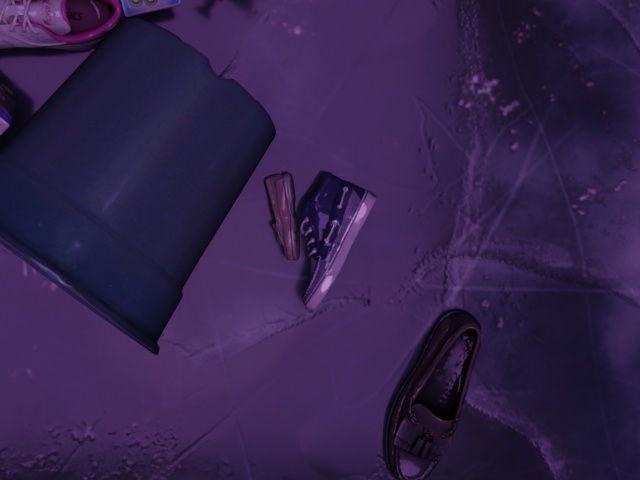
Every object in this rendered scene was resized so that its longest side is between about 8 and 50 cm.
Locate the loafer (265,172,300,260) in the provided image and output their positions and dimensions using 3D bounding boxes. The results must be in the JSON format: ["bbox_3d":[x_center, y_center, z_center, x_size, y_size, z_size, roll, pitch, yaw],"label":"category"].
[{"bbox_3d":[-0.053,-0.033,1.908,0.039,0.045,0.125,-5,89,9],"label":"loafer"}]

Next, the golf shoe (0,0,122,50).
[{"bbox_3d":[-0.401,-0.301,1.739,0.306,0.140,0.115,-8,98,-30],"label":"golf shoe"}]

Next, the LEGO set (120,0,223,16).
[{"bbox_3d":[-0.154,-0.392,1.713,0.244,0.060,0.182,-11,111,0],"label":"LEGO set"}]

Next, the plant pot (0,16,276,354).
[{"bbox_3d":[-0.254,-0.085,1.744,0.341,0.341,0.334,37,81,-9],"label":"plant pot"}]

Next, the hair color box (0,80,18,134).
[{"bbox_3d":[-0.568,-0.117,1.697,0.339,0.110,0.185,-41,115,14],"label":"hair color box"}]

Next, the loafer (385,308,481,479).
[{"bbox_3d":[0.163,0.229,1.935,0.096,0.084,0.267,19,92,-9],"label":"loafer"}]

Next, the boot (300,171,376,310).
[{"bbox_3d":[0.000,0.000,1.908,0.086,0.069,0.190,27,83,-2],"label":"boot"}]
